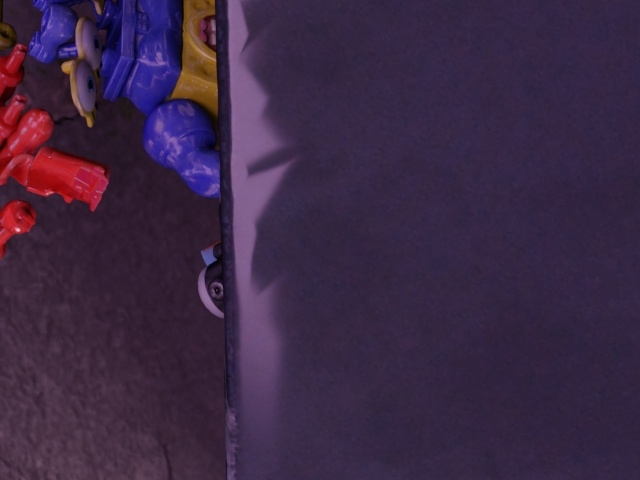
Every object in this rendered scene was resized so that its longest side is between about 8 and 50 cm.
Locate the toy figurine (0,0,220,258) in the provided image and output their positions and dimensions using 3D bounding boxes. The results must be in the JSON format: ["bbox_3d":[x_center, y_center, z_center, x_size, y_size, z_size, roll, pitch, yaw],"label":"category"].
[{"bbox_3d":[-0.091,-0.114,1.256,0.191,0.217,0.362,-52,29,40],"label":"toy figurine"}]

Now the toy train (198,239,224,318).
[{"bbox_3d":[0.000,0.000,1.234,0.184,0.105,0.080,-26,86,30],"label":"toy train"}]

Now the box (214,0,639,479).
[{"bbox_3d":[0.106,-0.006,0.913,0.297,0.472,0.479,-1,102,-1],"label":"box"}]
